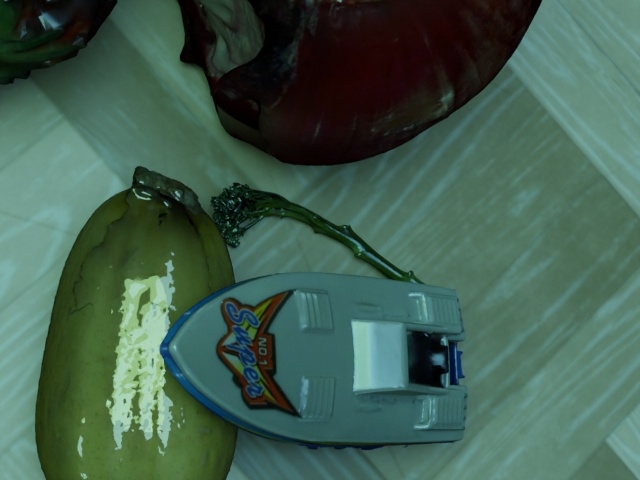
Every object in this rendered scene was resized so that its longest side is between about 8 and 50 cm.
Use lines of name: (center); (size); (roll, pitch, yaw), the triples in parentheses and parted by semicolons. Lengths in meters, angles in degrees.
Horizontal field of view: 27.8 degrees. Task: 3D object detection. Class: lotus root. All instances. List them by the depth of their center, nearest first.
lotus root: (-0.131, 0.099, 0.948); (0.146, 0.131, 0.303); (3, 79, 0)

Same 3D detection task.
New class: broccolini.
broccolini: (0.000, -0.007, 1.055); (0.194, 0.054, 0.052); (18, 57, -14)

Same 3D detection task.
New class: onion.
onion: (0.018, -0.236, 0.955); (0.341, 0.341, 0.341); (3, 79, -15)

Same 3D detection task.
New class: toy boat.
toy boat: (0.002, 0.087, 0.944); (0.295, 0.088, 0.129); (9, 75, -44)

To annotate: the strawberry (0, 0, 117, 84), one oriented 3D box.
strawberry: (-0.277, -0.240, 0.924); (0.250, 0.239, 0.288); (-5, 71, -47)
